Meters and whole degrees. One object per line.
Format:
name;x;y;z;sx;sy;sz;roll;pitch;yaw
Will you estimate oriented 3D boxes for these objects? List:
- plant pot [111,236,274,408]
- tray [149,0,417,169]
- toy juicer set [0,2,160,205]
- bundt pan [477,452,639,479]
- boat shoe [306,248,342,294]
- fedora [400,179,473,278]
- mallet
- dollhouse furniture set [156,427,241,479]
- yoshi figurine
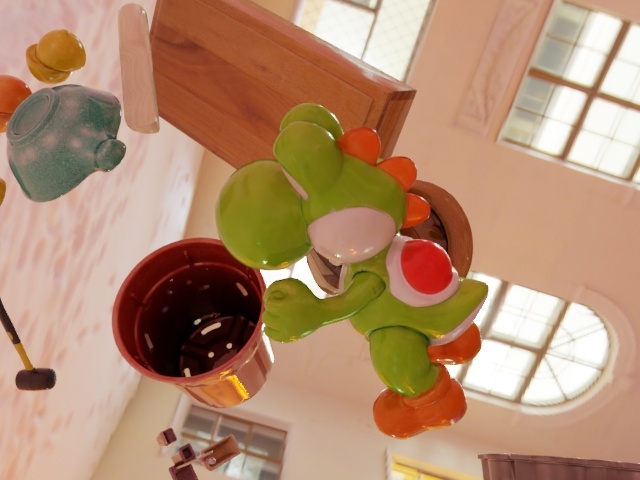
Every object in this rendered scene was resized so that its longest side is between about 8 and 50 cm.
plant pot;-0.207;0.178;1.360;0.265;0.272;0.272;76;25;-59
tray;-0.083;-0.198;1.003;0.076;0.411;0.203;-16;134;-50
toy juicer set;-0.251;-0.131;0.750;0.089;0.329;0.209;44;42;-45
bundt pan;0.403;0.399;1.109;0.331;0.330;0.124;120;-22;-71
boat shoe;0.000;0.000;0.979;0.049;0.056;0.152;-41;-118;25
fedora;0.129;0.010;1.052;0.079;0.194;0.194;35;70;-69
mallet;-0.486;0.172;1.200;0.039;0.062;0.190;-71;160;-56
dollhouse furniture set;-0.156;0.288;1.046;0.081;0.091;0.114;-33;170;39
yoshi figurine;0.021;0.033;0.757;0.203;0.362;0.203;-37;-151;-10
